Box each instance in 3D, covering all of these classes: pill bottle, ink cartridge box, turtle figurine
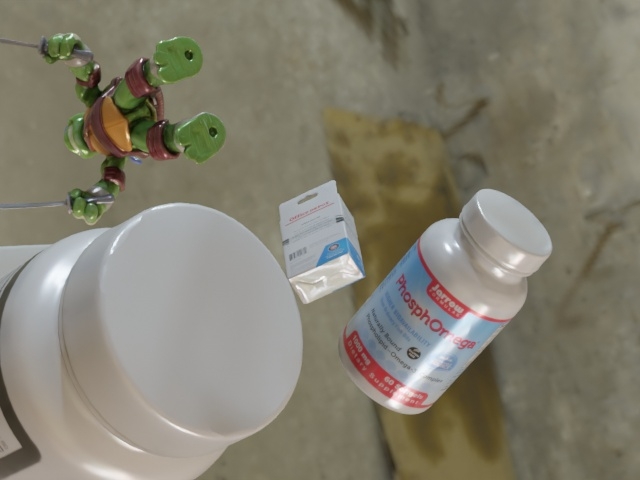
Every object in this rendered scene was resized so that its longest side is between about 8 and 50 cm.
[{"bbox_3d":[-0.146,0.088,0.982,0.161,0.283,0.161,18,60,-34],"label":"pill bottle"},{"bbox_3d":[0.000,0.000,1.133,0.028,0.048,0.083,57,15,-37],"label":"ink cartridge box"},{"bbox_3d":[0.089,0.042,1.150,0.087,0.160,0.087,28,30,-18],"label":"pill bottle"},{"bbox_3d":[-0.255,-0.128,1.821,0.275,0.266,0.198,23,66,-39],"label":"turtle figurine"}]

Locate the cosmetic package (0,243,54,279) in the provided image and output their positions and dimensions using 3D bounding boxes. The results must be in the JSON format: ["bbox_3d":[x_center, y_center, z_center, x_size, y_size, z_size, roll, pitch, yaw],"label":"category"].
[{"bbox_3d":[-0.320,0.094,1.611,0.365,0.197,0.155,-1,78,-61],"label":"cosmetic package"}]
